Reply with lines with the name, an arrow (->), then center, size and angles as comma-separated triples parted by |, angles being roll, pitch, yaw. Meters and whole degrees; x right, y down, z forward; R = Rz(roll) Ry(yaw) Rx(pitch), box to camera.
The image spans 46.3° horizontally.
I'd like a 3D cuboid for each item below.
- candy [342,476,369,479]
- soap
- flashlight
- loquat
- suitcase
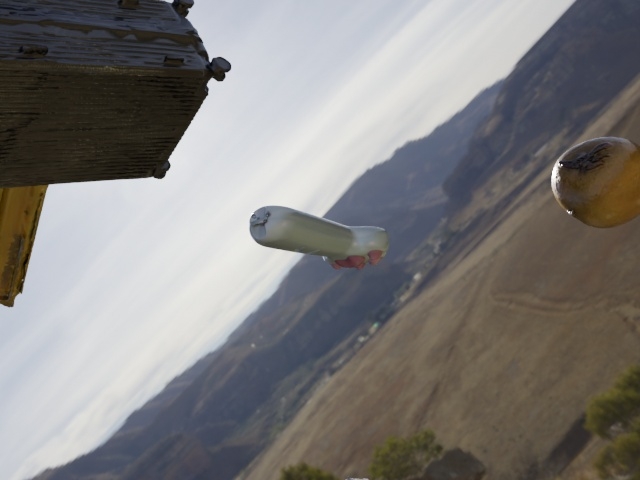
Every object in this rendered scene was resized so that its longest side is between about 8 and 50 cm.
candy -> 0.059, 0.529, 1.292 | 0.155, 0.116, 0.265 | -9, 15, -15
soap -> -0.496, -0.061, 1.124 | 0.096, 0.204, 0.324 | -6, -40, -37
flashlight -> 0.000, 0.000, 0.878 | 0.093, 0.048, 0.200 | -17, -22, 40
loquat -> 0.409, -0.084, 1.087 | 0.141, 0.141, 0.141 | -46, -3, -3
suitcase -> -0.313, -0.187, 0.920 | 0.335, 0.152, 0.230 | -9, -30, -44
